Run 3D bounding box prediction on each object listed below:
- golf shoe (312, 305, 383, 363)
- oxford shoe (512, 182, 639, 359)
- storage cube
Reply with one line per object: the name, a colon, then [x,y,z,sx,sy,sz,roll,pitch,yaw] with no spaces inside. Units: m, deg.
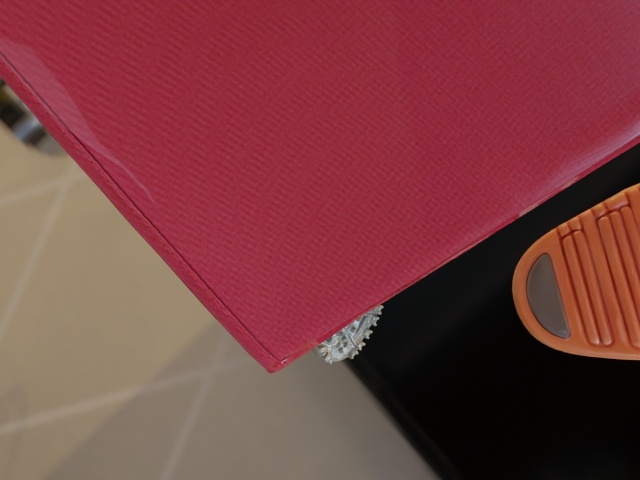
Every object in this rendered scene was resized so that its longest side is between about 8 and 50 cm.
golf shoe: [0.000,0.000,1.160,0.069,0.176,0.086,-1,1,-38]
oxford shoe: [0.297,0.008,1.143,0.133,0.364,0.130,168,-90,-76]
storage cube: [0.009,-0.107,0.570,0.215,0.193,0.183,49,22,-19]
